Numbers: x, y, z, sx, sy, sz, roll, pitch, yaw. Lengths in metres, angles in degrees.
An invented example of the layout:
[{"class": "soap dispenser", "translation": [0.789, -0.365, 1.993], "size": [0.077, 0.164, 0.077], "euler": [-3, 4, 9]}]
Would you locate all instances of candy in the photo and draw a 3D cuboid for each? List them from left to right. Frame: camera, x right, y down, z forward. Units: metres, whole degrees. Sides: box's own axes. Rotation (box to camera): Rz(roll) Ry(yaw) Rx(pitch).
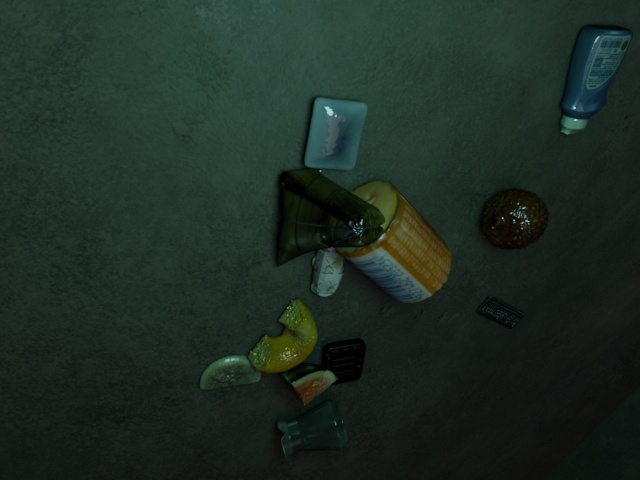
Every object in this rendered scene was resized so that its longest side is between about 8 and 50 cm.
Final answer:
[{"class": "candy", "translation": [0.035, -0.259, 1.177], "size": [0.138, 0.071, 0.174], "euler": [1, 118, -21]}]

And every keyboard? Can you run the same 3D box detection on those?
[{"class": "keyboard", "translation": [0.672, 0.268, 1.778], "size": [0.230, 0.025, 0.093], "euler": [25, 111, -31]}]

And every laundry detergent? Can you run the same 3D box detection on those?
[{"class": "laundry detergent", "translation": [0.748, -0.441, 1.338], "size": [0.143, 0.094, 0.289], "euler": [-10, 126, -23]}]

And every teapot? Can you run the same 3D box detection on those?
[{"class": "teapot", "translation": [-0.027, 0.667, 1.679], "size": [0.225, 0.171, 0.203], "euler": [-14, 155, -5]}]

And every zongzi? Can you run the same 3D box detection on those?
[{"class": "zongzi", "translation": [0.000, 0.000, 1.205], "size": [0.138, 0.286, 0.300], "euler": [-10, 127, -46]}]

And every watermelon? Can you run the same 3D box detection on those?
[{"class": "watermelon", "translation": [-0.057, 0.426, 1.503], "size": [0.193, 0.137, 0.145], "euler": [-9, 132, 17]}]

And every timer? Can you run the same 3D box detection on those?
[{"class": "timer", "translation": [0.074, 0.406, 1.613], "size": [0.144, 0.055, 0.187], "euler": [-5, 126, -16]}]

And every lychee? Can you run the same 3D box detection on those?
[{"class": "lychee", "translation": [0.576, -0.063, 1.439], "size": [0.238, 0.200, 0.200], "euler": [-4, 122, -37]}]

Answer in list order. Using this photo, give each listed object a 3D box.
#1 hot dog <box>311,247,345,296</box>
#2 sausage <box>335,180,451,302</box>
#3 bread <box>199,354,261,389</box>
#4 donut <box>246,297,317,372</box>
[{"class": "hot dog", "translation": [0.024, 0.076, 1.391], "size": [0.099, 0.053, 0.192], "euler": [-4, 118, -20]}, {"class": "sausage", "translation": [0.191, 0.011, 1.304], "size": [0.233, 0.233, 0.287], "euler": [-45, 126, 9]}, {"class": "bread", "translation": [-0.275, 0.405, 1.485], "size": [0.193, 0.036, 0.112], "euler": [-3, 120, -20]}, {"class": "donut", "translation": [-0.087, 0.308, 1.470], "size": [0.152, 0.101, 0.259], "euler": [29, 103, -38]}]
